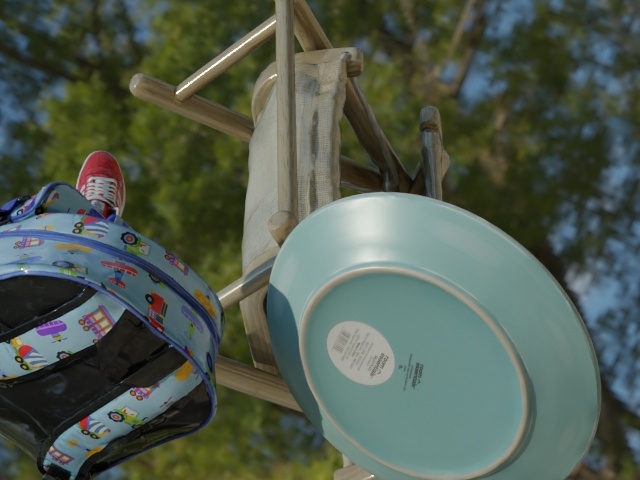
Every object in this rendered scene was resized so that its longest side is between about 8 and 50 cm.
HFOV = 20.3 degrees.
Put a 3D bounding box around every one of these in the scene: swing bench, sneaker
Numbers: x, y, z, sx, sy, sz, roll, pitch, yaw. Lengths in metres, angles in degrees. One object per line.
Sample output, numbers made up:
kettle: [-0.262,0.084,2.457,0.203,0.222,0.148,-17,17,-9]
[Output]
swing bench: [0.000,0.000,1.253,0.254,0.165,0.253,37,-145,-34]
sneaker: [-0.179,-0.032,1.436,0.067,0.042,0.118,103,170,-61]

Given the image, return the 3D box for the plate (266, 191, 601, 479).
plate: [0.050,0.063,0.904,0.024,0.188,0.188,-47,-33,-48]

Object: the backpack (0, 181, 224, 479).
backpack: [-0.128,0.045,0.974,0.158,0.173,0.117,42,-131,-22]
